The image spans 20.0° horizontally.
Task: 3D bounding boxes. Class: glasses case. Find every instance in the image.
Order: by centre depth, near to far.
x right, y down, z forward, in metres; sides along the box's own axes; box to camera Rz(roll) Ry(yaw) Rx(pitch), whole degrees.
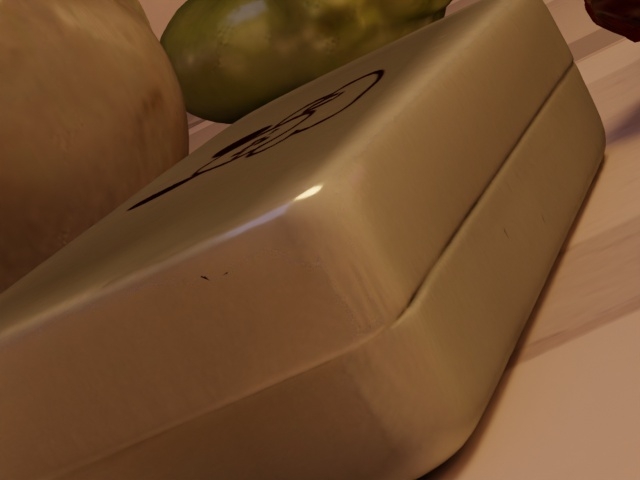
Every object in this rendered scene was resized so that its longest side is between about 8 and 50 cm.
[{"bbox_3d":[0.000,0.000,0.537,0.131,0.070,0.313,-24,9,21],"label":"glasses case"}]

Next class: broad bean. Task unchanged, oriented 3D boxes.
[{"bbox_3d":[-0.012,-0.168,1.430,0.238,0.119,0.291,-25,7,-19],"label":"broad bean"}]

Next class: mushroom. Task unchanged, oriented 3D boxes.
[{"bbox_3d":[-0.220,-0.053,0.793,0.297,0.290,0.297,-27,7,4],"label":"mushroom"}]

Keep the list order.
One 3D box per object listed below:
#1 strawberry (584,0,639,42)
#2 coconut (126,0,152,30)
[{"bbox_3d":[0.171,-0.134,0.690,0.131,0.131,0.148,-16,36,53],"label":"strawberry"},{"bbox_3d":[-0.291,-0.136,1.557,0.323,0.323,0.323,-27,8,4],"label":"coconut"}]
